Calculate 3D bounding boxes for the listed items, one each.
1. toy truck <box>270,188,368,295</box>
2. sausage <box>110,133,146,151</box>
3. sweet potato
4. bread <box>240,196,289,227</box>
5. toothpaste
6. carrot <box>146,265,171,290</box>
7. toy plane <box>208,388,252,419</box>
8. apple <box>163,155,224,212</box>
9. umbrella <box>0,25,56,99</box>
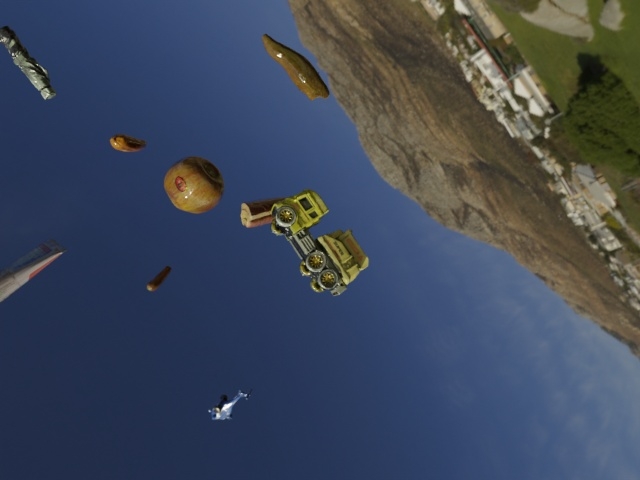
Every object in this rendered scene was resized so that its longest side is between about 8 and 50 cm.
[{"bbox_3d":[0.000,0.000,1.159,0.157,0.124,0.272,-33,-93,-17],"label":"toy truck"},{"bbox_3d":[-0.633,-0.319,1.515,0.183,0.062,0.054,-49,-36,-82],"label":"sausage"},{"bbox_3d":[-0.066,-0.480,1.278,0.243,0.077,0.077,43,-142,-21],"label":"sweet potato"},{"bbox_3d":[-0.161,-0.079,1.250,0.192,0.119,0.067,-21,-75,-54],"label":"bread"},{"bbox_3d":[-0.679,0.080,1.011,0.234,0.089,0.057,-47,-41,-27],"label":"toothpaste"},{"bbox_3d":[-0.473,0.113,1.350,0.032,0.032,0.093,47,-135,-15],"label":"carrot"},{"bbox_3d":[-0.243,0.444,1.237,0.062,0.167,0.054,42,-151,-6],"label":"toy plane"},{"bbox_3d":[-0.460,-0.202,1.682,0.211,0.187,0.211,47,-162,-20],"label":"apple"},{"bbox_3d":[-0.730,-0.443,1.144,0.188,0.050,0.046,58,-146,-10],"label":"umbrella"}]
